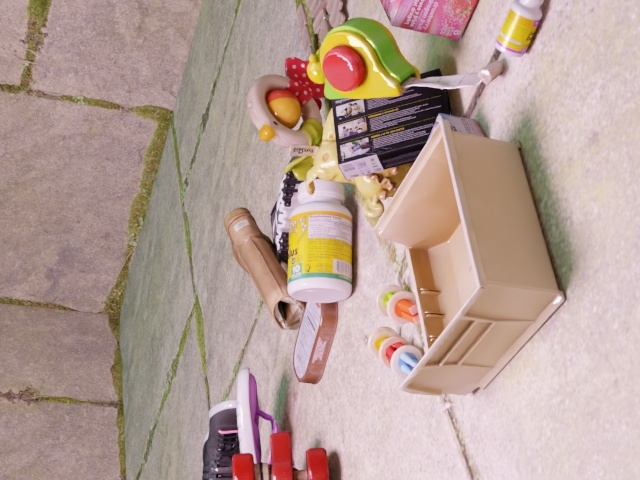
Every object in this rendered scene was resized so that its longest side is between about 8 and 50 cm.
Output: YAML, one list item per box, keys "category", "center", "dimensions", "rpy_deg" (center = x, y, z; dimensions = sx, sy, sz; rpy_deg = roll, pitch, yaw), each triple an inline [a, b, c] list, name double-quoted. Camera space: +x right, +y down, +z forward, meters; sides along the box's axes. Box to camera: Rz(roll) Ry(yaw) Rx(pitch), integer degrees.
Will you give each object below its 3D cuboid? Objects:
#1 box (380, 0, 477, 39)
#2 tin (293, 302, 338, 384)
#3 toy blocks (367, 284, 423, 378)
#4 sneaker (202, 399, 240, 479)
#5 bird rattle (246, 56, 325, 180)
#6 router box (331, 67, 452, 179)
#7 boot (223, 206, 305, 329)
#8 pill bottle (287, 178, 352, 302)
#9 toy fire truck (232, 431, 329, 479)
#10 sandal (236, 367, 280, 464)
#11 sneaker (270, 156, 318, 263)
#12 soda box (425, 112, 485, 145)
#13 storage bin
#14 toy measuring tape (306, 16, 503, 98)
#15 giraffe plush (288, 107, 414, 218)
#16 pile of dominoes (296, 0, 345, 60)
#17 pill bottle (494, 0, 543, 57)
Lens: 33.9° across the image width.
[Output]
- category: "box"
  center: [0.186, -0.443, 1.543]
  dimensions: [0.128, 0.122, 0.257]
  rpy_deg: [-104, 29, -48]
- category: "tin"
  center: [-0.011, 0.185, 1.995]
  dimensions: [0.106, 0.040, 0.190]
  rpy_deg: [-127, 48, -58]
- category: "toy blocks"
  center: [0.127, 0.141, 1.588]
  dimensions: [0.148, 0.054, 0.123]
  rpy_deg: [-147, 66, -69]
- category: "sneaker"
  center: [-0.204, 0.468, 2.343]
  dimensions: [0.296, 0.104, 0.147]
  rpy_deg: [114, 154, -52]
- category: "bird rattle"
  center: [-0.049, -0.259, 2.052]
  dimensions: [0.143, 0.206, 0.254]
  rpy_deg: [-29, 63, 44]
- category: "router box"
  center: [0.110, -0.177, 1.593]
  dimensions: [0.046, 0.178, 0.133]
  rpy_deg: [58, -157, -54]
- category: "boot"
  center: [-0.104, 0.087, 2.182]
  dimensions: [0.270, 0.089, 0.236]
  rpy_deg: [57, 180, 37]
- category: "pill bottle"
  center: [0.000, 0.000, 1.908]
  dimensions: [0.117, 0.117, 0.209]
  rpy_deg: [142, 133, -63]
- category: "toy fire truck"
  center: [-0.063, 0.512, 1.860]
  dimensions: [0.254, 0.169, 0.302]
  rpy_deg: [92, 173, -50]
- category: "sandal"
  center: [-0.104, 0.455, 2.076]
  dimensions: [0.169, 0.102, 0.417]
  rpy_deg: [169, 96, -85]
- category: "sneaker"
  center: [-0.063, -0.073, 2.175]
  dimensions: [0.106, 0.078, 0.235]
  rpy_deg: [-155, 72, -67]
- category: "soda box"
  center: [0.175, -0.091, 1.528]
  dimensions: [0.058, 0.062, 0.183]
  rpy_deg: [-108, 32, -50]
- category: "storage bin"
  center: [0.179, 0.032, 1.380]
  dimensions: [0.260, 0.123, 0.262]
  rpy_deg: [120, 151, -47]
- category: "toy measuring tape"
  center: [0.105, -0.273, 1.531]
  dimensions: [0.330, 0.121, 0.122]
  rpy_deg: [2, 84, 40]
- category: "giraffe plush"
  center: [0.082, -0.129, 1.683]
  dimensions: [0.170, 0.210, 0.182]
  rpy_deg: [32, 133, 40]
- category: "pile of dominoes"
  center: [0.017, -0.456, 2.197]
  dimensions: [0.196, 0.040, 0.251]
  rpy_deg: [128, 136, -54]
- category: "pill bottle"
  center: [0.264, -0.286, 1.379]
  dimensions: [0.043, 0.043, 0.083]
  rpy_deg: [-107, 31, -50]
